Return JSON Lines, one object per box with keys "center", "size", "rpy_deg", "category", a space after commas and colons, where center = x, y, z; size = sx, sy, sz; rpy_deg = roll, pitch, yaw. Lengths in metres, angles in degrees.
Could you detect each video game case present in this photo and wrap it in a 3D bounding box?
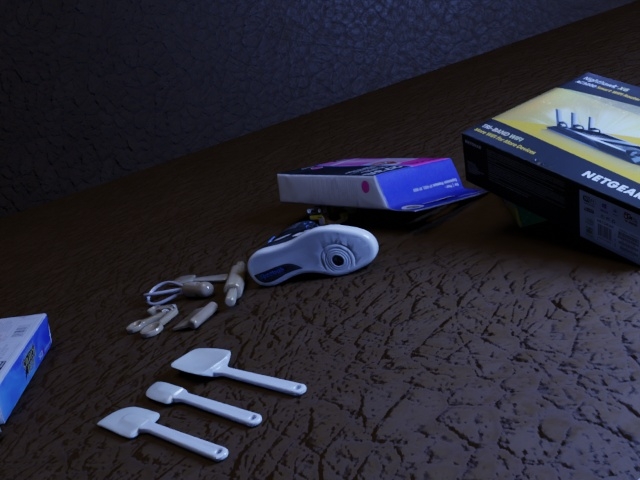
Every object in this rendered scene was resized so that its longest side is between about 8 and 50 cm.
{"center": [-0.553, 0.195, 1.188], "size": [0.244, 0.061, 0.269], "rpy_deg": [-5, 16, -3], "category": "video game case"}

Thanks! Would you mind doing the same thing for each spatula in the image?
{"center": [-0.137, 0.183, 0.936], "size": [0.242, 0.019, 0.168], "rpy_deg": [1, 25, 48], "category": "spatula"}

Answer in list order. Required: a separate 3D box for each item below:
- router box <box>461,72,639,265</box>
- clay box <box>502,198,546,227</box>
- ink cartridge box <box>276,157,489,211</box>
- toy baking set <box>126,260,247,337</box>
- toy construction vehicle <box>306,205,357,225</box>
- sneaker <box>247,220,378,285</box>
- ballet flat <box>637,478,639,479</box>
{"center": [0.374, -0.107, 1.034], "size": [0.242, 0.081, 0.309], "rpy_deg": [-27, 35, -22], "category": "router box"}
{"center": [0.332, -0.092, 1.206], "size": [0.127, 0.053, 0.222], "rpy_deg": [-16, 19, 7], "category": "clay box"}
{"center": [0.097, -0.100, 1.407], "size": [0.175, 0.069, 0.371], "rpy_deg": [-15, 16, -35], "category": "ink cartridge box"}
{"center": [-0.208, 0.083, 1.292], "size": [0.196, 0.030, 0.256], "rpy_deg": [-16, 18, 10], "category": "toy baking set"}
{"center": [0.024, -0.050, 1.452], "size": [0.098, 0.035, 0.086], "rpy_deg": [0, 14, 36], "category": "toy construction vehicle"}
{"center": [0.000, 0.000, 1.237], "size": [0.216, 0.079, 0.121], "rpy_deg": [-12, 21, 28], "category": "sneaker"}
{"center": [0.185, 0.191, 0.417], "size": [0.400, 0.139, 0.139], "rpy_deg": [-24, 17, 10], "category": "ballet flat"}
